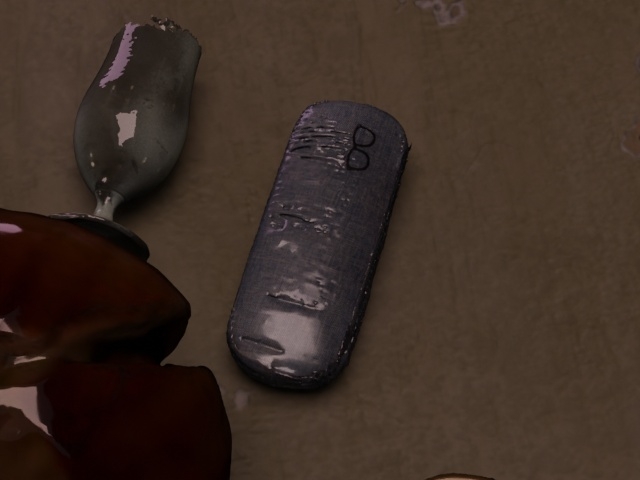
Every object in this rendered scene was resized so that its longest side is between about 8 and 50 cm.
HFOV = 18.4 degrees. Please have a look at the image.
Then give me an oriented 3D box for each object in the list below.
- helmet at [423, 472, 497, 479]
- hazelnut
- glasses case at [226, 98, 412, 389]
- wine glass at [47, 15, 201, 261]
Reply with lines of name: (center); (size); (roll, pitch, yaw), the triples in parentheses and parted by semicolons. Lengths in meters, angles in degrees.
helmet: (0.082, 0.295, 1.507); (0.198, 0.130, 0.224); (38, 56, 13)
hazelnut: (-0.267, 0.130, 1.470); (0.409, 0.359, 0.359); (11, 61, -7)
glasses case: (0.000, 0.000, 1.702); (0.109, 0.067, 0.282); (14, 60, 8)
wine glass: (-0.171, -0.085, 1.726); (0.103, 0.103, 0.222); (12, 61, 4)
